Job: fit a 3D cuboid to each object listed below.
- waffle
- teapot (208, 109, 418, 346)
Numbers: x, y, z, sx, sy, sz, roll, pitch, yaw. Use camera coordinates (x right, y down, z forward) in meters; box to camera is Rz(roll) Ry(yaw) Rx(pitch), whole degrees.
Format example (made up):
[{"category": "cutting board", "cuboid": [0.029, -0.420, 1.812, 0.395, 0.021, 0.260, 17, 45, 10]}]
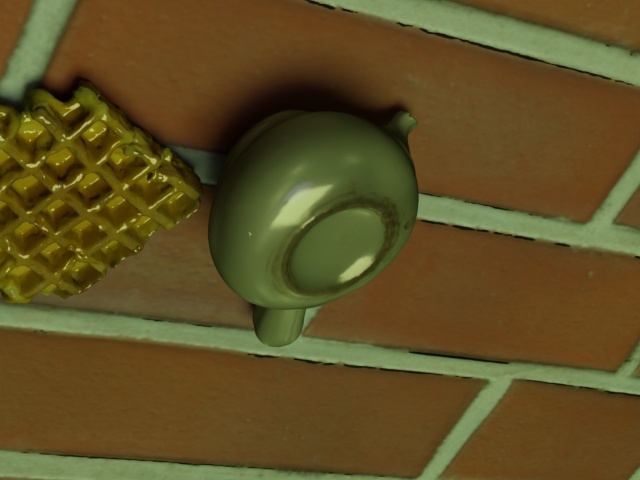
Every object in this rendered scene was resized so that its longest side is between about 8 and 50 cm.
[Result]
[{"category": "waffle", "cuboid": [-0.254, -0.042, 1.432, 0.229, 0.057, 0.219, -35, 137, 11]}, {"category": "teapot", "cuboid": [-0.033, 0.003, 1.513, 0.220, 0.149, 0.318, 5, 129, -38]}]
